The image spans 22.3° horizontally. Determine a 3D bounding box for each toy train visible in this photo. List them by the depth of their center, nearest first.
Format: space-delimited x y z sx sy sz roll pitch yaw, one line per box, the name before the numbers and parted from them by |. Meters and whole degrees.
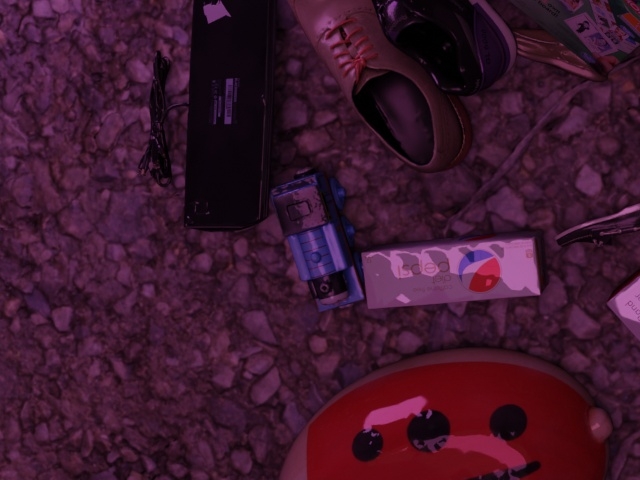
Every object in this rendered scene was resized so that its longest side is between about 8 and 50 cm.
toy train | 0.000 0.000 1.993 0.080 0.105 0.184 -16 94 17

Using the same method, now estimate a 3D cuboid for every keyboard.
keyboard | -0.139 -0.169 2.013 0.202 0.033 0.317 1 86 31

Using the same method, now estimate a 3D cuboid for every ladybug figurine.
ladybug figurine | 0.140 0.295 1.971 0.449 0.162 0.305 -26 91 17

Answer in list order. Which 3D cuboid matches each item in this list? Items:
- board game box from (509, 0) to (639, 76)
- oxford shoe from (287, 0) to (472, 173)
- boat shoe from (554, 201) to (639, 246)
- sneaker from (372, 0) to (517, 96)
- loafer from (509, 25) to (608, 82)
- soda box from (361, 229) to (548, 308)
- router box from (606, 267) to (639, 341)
board game box | 0.246 -0.330 1.774 0.317 0.213 0.046 39 64 -3
oxford shoe | 0.057 -0.230 1.929 0.123 0.130 0.348 -40 87 17
boat shoe | 0.341 -0.012 1.930 0.125 0.046 0.038 -20 88 9
sneaker | 0.104 -0.286 1.858 0.283 0.124 0.107 48 127 5
loafer | 0.274 -0.231 1.911 0.148 0.056 0.050 20 103 2
soda box | 0.163 0.035 1.973 0.216 0.069 0.073 -5 97 16
router box | 0.555 0.095 1.866 0.301 0.082 0.335 -43 86 17
